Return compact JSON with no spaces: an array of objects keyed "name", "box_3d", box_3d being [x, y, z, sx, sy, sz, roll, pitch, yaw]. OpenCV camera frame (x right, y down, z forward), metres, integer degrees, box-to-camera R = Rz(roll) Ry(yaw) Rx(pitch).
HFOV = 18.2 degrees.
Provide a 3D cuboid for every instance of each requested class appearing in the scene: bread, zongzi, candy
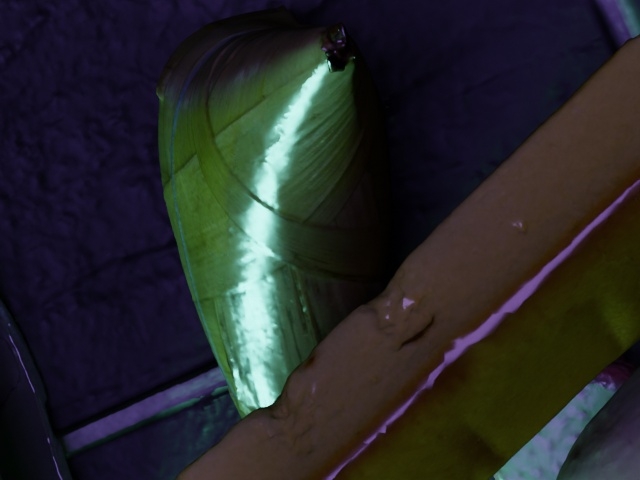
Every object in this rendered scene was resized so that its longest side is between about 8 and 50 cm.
[{"name":"bread","box_3d":[0.069,0.058,0.983,0.361,0.138,0.077,-44,59,5]},{"name":"zongzi","box_3d":[0.000,0.000,0.978,0.115,0.256,0.228,-15,98,-17]},{"name":"candy","box_3d":[0.140,0.108,1.059,0.103,0.043,0.103,2,101,12]}]

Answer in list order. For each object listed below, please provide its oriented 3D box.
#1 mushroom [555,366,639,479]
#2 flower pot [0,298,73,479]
[{"name":"mushroom","box_3d":[0.249,0.054,0.974,0.128,0.128,0.350,41,97,5]},{"name":"flower pot","box_3d":[-0.209,0.130,1.120,0.108,0.103,0.229,-23,93,18]}]
